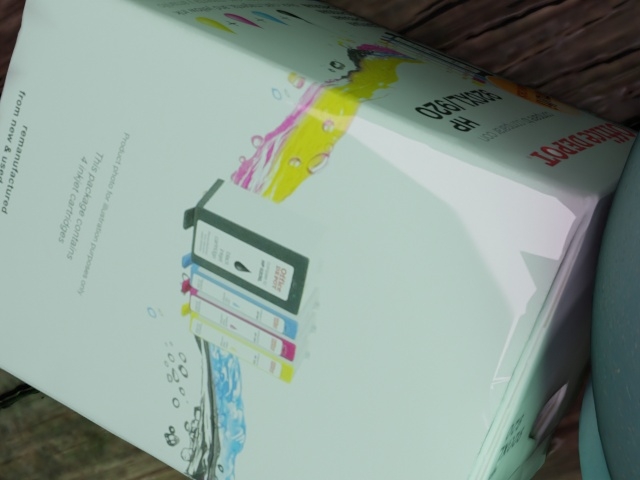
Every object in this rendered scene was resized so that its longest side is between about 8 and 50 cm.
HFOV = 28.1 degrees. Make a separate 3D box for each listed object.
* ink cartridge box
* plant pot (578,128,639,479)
[{"bbox_3d":[0.000,0.000,0.541,0.232,0.171,0.168,26,110,19],"label":"ink cartridge box"},{"bbox_3d":[0.206,0.051,0.415,0.293,0.293,0.196,47,141,11],"label":"plant pot"}]
